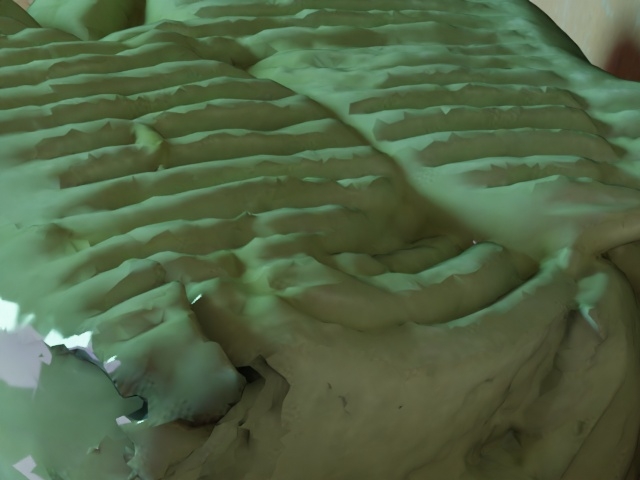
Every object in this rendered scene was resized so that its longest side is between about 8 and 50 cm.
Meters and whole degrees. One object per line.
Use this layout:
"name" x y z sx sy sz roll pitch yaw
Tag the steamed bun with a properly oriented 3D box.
"steamed bun" -0.034 0.038 0.588 0.394 0.347 0.237 -63 -17 -59
